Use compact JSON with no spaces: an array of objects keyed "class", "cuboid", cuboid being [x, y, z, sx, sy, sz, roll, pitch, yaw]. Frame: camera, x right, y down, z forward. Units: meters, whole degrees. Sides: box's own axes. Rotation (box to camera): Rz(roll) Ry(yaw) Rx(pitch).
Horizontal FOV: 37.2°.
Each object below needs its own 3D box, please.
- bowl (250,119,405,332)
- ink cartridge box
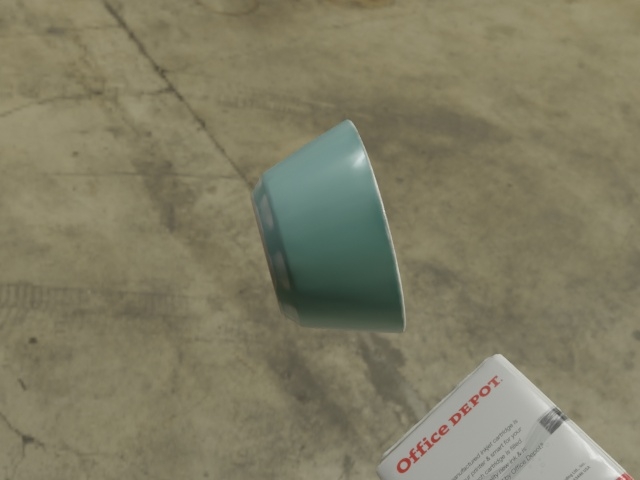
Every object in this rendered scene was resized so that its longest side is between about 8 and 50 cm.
[{"class":"bowl","cuboid":[0.000,0.000,1.338,0.163,0.312,0.311,-15,43,-2]},{"class":"ink cartridge box","cuboid":[0.215,0.281,0.998,0.197,0.114,0.273,-43,41,0]}]
